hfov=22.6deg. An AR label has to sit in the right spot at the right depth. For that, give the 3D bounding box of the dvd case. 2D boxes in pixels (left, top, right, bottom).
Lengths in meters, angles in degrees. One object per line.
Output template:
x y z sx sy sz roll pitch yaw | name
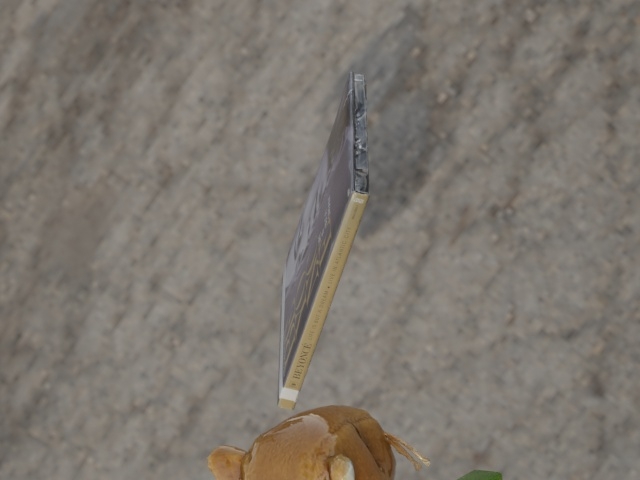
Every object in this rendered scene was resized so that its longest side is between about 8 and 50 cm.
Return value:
0.000 0.000 1.269 0.164 0.018 0.221 -90 15 -52 | dvd case

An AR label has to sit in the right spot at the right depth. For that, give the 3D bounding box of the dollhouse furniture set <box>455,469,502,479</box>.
0.022 0.151 0.832 0.151 0.076 0.059 -3 97 38 | dollhouse furniture set

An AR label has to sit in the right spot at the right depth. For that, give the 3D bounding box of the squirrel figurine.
0.004 0.374 1.622 0.281 0.370 0.397 6 35 42 | squirrel figurine
